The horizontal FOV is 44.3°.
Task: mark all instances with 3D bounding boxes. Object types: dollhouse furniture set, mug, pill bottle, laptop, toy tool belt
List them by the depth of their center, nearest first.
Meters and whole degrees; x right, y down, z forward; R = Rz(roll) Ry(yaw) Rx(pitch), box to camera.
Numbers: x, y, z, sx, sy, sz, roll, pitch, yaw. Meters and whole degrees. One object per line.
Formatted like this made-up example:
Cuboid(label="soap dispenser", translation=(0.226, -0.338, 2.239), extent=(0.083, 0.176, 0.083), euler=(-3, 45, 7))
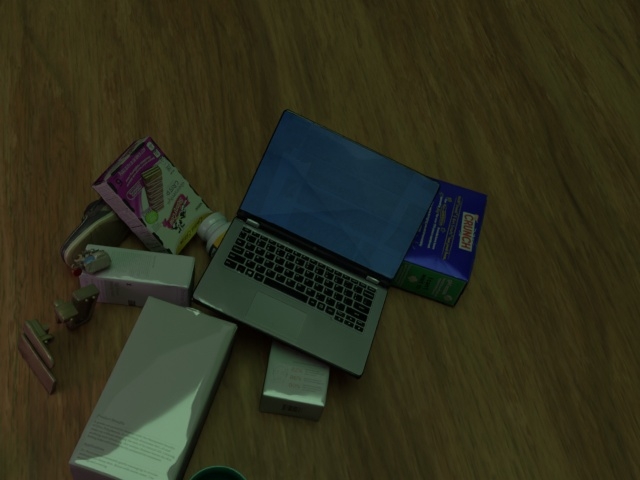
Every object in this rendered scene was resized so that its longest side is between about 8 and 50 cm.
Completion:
Cuboid(label="mug", translation=(-0.207, 0.498, 1.460), extent=(0.157, 0.097, 0.129), euler=(-5, 58, -13))
Cuboid(label="dollhouse furniture set", translation=(-0.504, 0.198, 1.594), extent=(0.151, 0.144, 0.123), euler=(-26, 69, -41))
Cuboid(label="toy tool belt", translation=(-0.475, 0.044, 1.610), extent=(0.083, 0.052, 0.051), euler=(-25, 34, -26))
Cuboid(label="laptop", translation=(0.000, 0.000, 1.642), extent=(0.382, 0.236, 0.408), euler=(25, 45, -2))
Cuboid(label="pill bottle", translation=(-0.192, 0.024, 1.774), extent=(0.103, 0.103, 0.184), euler=(-35, 69, -28))

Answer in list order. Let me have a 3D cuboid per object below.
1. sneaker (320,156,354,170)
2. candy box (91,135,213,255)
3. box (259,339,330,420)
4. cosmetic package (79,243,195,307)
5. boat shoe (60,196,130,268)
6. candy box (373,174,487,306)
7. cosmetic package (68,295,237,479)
Cuboid(label="sneaker", translation=(-0.016, -0.154, 1.824), extent=(0.282, 0.161, 0.102), euler=(-11, 47, 32))
Cuboid(label="candy box", translation=(-0.371, -0.092, 1.759), extent=(0.233, 0.071, 0.159), euler=(52, 53, -26))
Cuboid(label="box", translation=(-0.048, 0.273, 1.642), extent=(0.130, 0.091, 0.170), euler=(11, 56, -2))
Cuboid(label="cosmetic package", translation=(-0.390, 0.083, 1.692), extent=(0.231, 0.117, 0.085), euler=(8, 57, -4))
Cuboid(label="boat shoe", translation=(-0.487, -0.047, 1.775), extent=(0.092, 0.103, 0.285), euler=(24, 55, 22))
Cuboid(label="candy box", translation=(0.212, -0.026, 1.871), extent=(0.317, 0.122, 0.268), euler=(18, 55, 4))
Cuboid(label="cosmetic package", translation=(-0.315, 0.315, 1.527), extent=(0.197, 0.155, 0.366), euler=(20, 55, 2))
